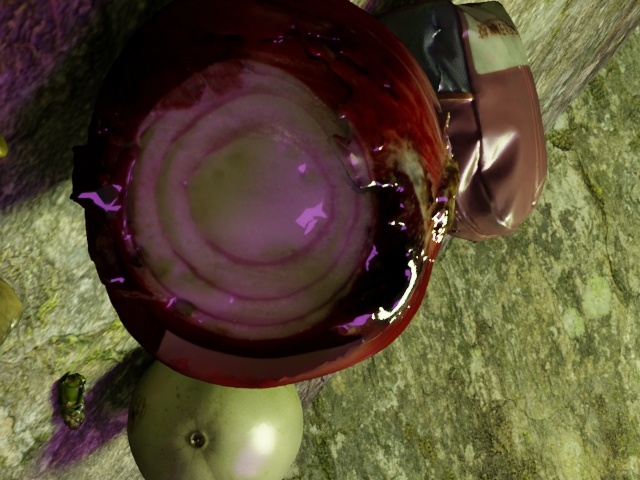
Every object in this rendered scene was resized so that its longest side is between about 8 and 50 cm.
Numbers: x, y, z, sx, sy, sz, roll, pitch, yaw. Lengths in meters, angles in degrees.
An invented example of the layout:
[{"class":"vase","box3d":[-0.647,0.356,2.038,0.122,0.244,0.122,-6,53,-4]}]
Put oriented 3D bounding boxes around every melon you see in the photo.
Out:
[{"class":"melon","box3d":[-0.160,0.277,1.533,0.268,0.268,0.330,-48,179,1]}]

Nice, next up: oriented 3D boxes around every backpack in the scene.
[{"class":"backpack","box3d":[0.187,-0.153,1.311,0.197,0.317,0.283,-12,-173,33]}]

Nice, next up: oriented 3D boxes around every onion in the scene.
[{"class":"onion","box3d":[-0.034,-0.056,0.859,0.341,0.341,0.341,-44,166,-14]}]

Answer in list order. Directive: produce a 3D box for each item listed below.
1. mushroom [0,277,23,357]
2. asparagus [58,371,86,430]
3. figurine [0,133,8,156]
[{"class":"mushroom","box3d":[-0.358,0.171,0.926,0.312,0.081,0.100,-65,169,19]},{"class":"asparagus","box3d":[-0.332,0.221,1.345,0.036,0.030,0.165,-52,170,-30]},{"class":"figurine","box3d":[-0.323,0.053,0.583,0.326,0.169,0.218,-59,-173,20]}]
